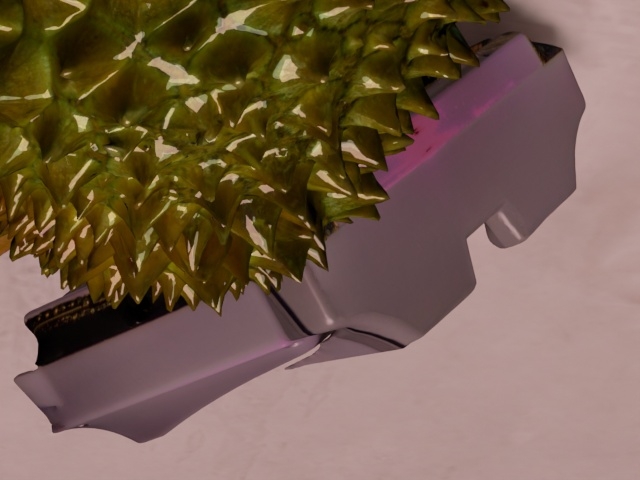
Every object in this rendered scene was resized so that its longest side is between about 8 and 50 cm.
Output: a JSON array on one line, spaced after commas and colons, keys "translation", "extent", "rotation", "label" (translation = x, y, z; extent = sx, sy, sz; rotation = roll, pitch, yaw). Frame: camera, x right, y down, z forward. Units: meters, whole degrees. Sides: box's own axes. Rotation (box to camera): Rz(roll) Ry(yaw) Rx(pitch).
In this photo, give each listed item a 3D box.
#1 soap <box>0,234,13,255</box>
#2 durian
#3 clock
[{"translation": [-0.245, -0.034, 0.943], "extent": [0.160, 0.080, 0.257], "rotation": [29, 142, -34], "label": "soap"}, {"translation": [-0.056, -0.110, 0.598], "extent": [0.225, 0.291, 0.291], "rotation": [7, 151, -22], "label": "durian"}, {"translation": [0.000, 0.000, 0.841], "extent": [0.186, 0.253, 0.083], "rotation": [-23, 101, 41], "label": "clock"}]
